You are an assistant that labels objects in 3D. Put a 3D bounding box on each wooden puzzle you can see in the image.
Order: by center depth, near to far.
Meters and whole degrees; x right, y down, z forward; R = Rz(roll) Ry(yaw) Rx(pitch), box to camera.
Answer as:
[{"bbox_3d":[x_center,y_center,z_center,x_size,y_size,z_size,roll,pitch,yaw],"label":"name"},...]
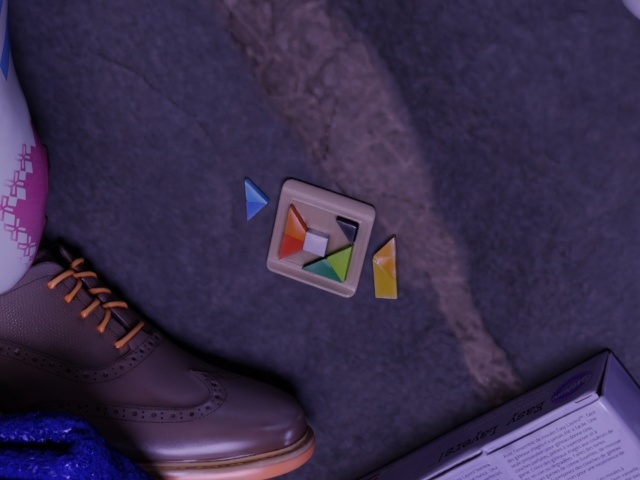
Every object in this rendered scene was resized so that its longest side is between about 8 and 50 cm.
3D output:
[{"bbox_3d":[0.000,0.000,0.940,0.116,0.014,0.078,13,119,13],"label":"wooden puzzle"}]

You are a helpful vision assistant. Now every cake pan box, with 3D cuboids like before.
[{"bbox_3d":[0.171,0.231,0.969,0.267,0.070,0.245,-35,103,30],"label":"cake pan box"}]

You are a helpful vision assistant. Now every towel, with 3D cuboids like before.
[{"bbox_3d":[-0.186,0.227,0.959,0.228,0.076,0.308,-7,141,22],"label":"towel"}]

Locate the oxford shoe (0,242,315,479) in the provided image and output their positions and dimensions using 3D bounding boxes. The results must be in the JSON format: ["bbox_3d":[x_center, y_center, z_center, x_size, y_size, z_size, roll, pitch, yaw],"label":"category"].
[{"bbox_3d":[-0.175,0.081,0.982,0.364,0.130,0.132,13,107,7],"label":"oxford shoe"}]

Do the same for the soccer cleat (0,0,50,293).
[{"bbox_3d":[-0.253,-0.114,0.866,0.116,0.143,0.331,4,106,19],"label":"soccer cleat"}]

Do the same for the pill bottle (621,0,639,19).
[{"bbox_3d":[0.205,-0.225,0.655,0.182,0.181,0.323,-14,110,25],"label":"pill bottle"}]
